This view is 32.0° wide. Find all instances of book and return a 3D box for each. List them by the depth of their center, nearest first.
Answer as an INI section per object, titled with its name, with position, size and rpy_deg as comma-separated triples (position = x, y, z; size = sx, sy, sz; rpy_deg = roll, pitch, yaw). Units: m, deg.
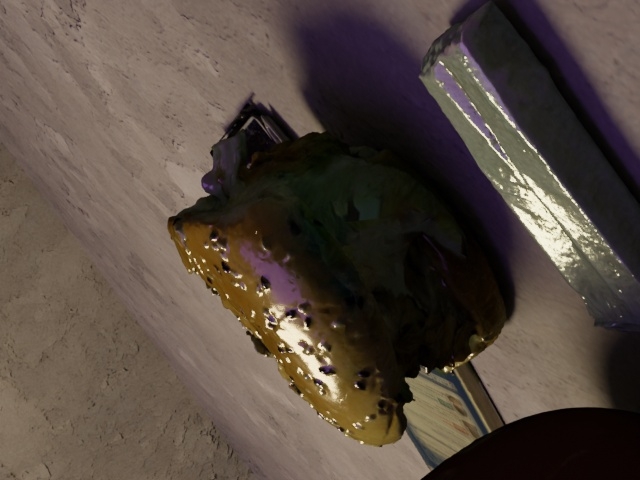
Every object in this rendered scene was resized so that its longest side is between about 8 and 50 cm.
[book]
position = 0.130, 0.187, 1.196
size = 0.228, 0.018, 0.322
rpy_deg = 24, 151, 53

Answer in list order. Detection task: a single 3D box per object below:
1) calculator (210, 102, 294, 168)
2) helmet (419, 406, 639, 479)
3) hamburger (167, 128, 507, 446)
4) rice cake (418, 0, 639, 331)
[calculator]
position = 0.000, 0.000, 1.053
size = 0.274, 0.028, 0.165
rpy_deg = 52, 159, -1
[helmet]
position = 0.207, 0.237, 0.768
size = 0.337, 0.230, 0.385
rpy_deg = 40, 153, 19
[hamburger]
position = 0.023, 0.030, 0.852
size = 0.288, 0.167, 0.192
rpy_deg = 51, 165, -11
[rice cake]
position = 0.137, -0.035, 0.654
size = 0.226, 0.040, 0.085
rpy_deg = 51, 163, -14
